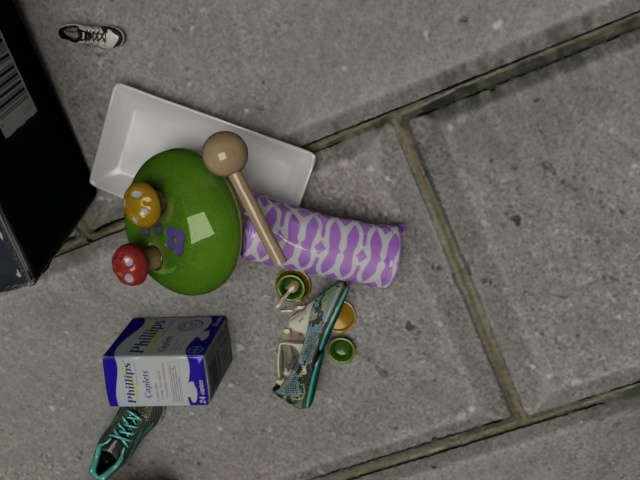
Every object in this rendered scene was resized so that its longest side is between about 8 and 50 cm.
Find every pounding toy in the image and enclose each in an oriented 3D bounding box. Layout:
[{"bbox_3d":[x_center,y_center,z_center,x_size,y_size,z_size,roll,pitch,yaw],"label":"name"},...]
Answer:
[{"bbox_3d":[-0.176,-0.019,1.176,0.237,0.110,0.183,-17,91,41],"label":"pounding toy"}]

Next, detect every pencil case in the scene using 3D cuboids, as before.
[{"bbox_3d":[0.000,0.000,1.232,0.206,0.088,0.086,15,147,-10],"label":"pencil case"}]

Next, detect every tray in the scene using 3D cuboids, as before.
[{"bbox_3d":[-0.150,-0.092,1.273,0.270,0.030,0.145,20,111,2],"label":"tray"}]

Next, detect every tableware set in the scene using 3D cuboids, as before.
[{"bbox_3d":[-0.007,0.093,1.313,0.104,0.024,0.154,-4,107,10],"label":"tableware set"}]

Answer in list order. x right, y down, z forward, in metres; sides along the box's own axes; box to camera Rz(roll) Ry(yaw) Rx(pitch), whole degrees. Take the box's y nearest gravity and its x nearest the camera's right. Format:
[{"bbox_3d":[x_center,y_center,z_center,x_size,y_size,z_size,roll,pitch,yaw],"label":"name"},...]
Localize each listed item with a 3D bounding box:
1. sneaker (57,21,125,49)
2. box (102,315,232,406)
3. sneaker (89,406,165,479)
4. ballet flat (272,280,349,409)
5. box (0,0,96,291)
[{"bbox_3d":[-0.286,-0.252,1.240,0.083,0.037,0.032,6,107,6],"label":"sneaker"},{"bbox_3d":[-0.198,0.156,1.310,0.137,0.126,0.072,-3,108,10],"label":"box"},{"bbox_3d":[-0.269,0.269,1.385,0.065,0.076,0.166,29,110,-2],"label":"sneaker"},{"bbox_3d":[-0.019,0.130,1.283,0.070,0.070,0.188,19,107,3],"label":"ballet flat"},{"bbox_3d":[-0.592,-0.149,1.153,0.472,0.297,0.480,-16,112,9],"label":"box"}]
